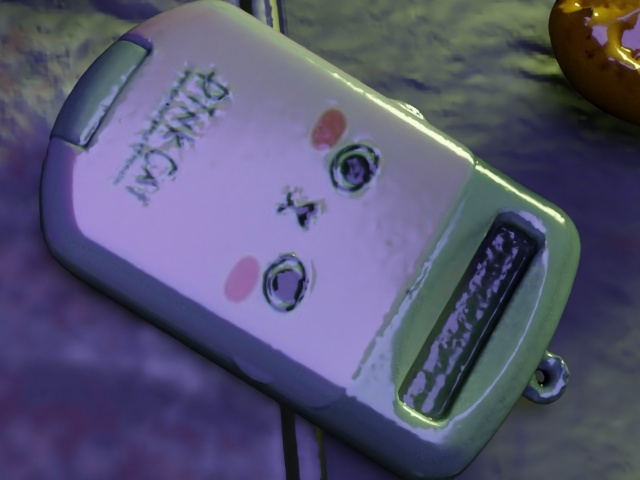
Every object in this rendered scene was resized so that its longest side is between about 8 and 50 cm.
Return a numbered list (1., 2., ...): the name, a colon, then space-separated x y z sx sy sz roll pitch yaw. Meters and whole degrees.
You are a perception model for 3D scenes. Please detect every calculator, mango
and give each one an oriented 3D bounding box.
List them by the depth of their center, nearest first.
1. calculator: 0.000 0.000 0.645 0.246 0.045 0.141 33 71 -1
2. mango: 0.161 -0.081 0.689 0.127 0.063 0.077 23 66 -9
